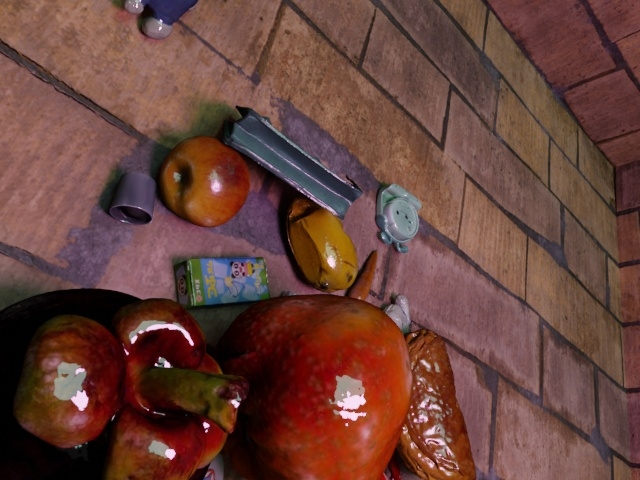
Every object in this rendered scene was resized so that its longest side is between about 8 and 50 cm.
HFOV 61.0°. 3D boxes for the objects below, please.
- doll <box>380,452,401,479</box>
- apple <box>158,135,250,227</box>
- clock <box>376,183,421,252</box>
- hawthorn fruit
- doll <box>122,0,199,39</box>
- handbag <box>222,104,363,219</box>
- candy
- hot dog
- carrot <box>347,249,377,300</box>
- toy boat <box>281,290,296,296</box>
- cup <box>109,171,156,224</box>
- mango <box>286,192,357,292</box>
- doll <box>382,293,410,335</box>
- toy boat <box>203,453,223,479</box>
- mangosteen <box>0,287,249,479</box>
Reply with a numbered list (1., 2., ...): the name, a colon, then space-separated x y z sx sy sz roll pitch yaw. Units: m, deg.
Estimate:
1. doll: 0.108 0.533 1.260 0.188 0.099 0.384 -5 84 -38
2. apple: -0.230 -0.125 1.129 0.173 0.160 0.195 7 77 -65
3. clock: 0.230 -0.061 1.596 0.148 0.060 0.189 26 60 -36
4. hawthorn fruit: -0.005 0.273 1.022 0.402 0.402 0.403 16 65 -39
5. doll: -0.374 -0.589 1.153 0.258 0.154 0.228 41 55 -17
6. handbag: -0.065 -0.185 1.225 0.326 0.238 0.089 32 100 -20
7. candy: -0.201 0.087 1.133 0.194 0.062 0.097 1 77 -44
8. hot dog: 0.258 0.411 1.337 0.267 0.174 0.388 49 28 -59
9. carrot: 0.121 0.097 1.454 0.048 0.048 0.216 49 45 -20
10. toy boat: -0.061 0.185 1.262 0.122 0.034 0.096 57 46 -26
11. cup: -0.351 -0.075 1.046 0.100 0.078 0.077 62 27 -60
12. mango: 0.000 0.000 1.309 0.167 0.130 0.262 -22 85 -61
13. doll: 0.195 0.233 1.457 0.104 0.071 0.214 62 35 -25
14. toy boat: -0.257 0.489 0.924 0.129 0.088 0.295 53 48 -17
15. mangosteen: -0.297 0.240 0.725 0.382 0.435 0.382 13 71 -39
